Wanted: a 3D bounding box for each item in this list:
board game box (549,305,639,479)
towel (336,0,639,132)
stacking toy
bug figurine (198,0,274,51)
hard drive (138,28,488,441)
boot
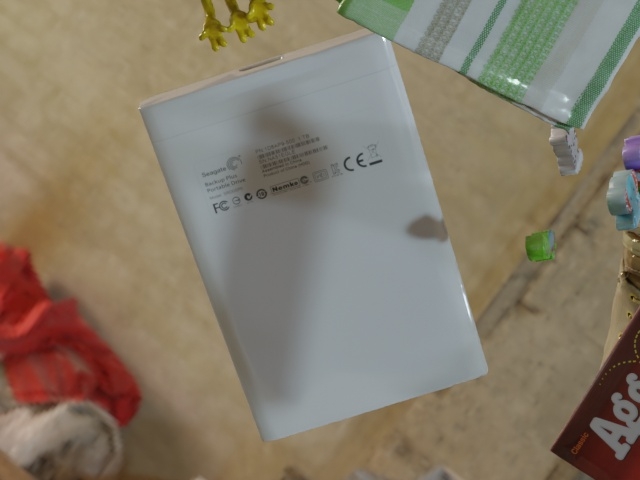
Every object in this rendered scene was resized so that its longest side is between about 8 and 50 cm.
[{"bbox_3d":[0.291,0.083,0.939,0.145,0.281,0.027,32,29,14],"label":"board game box"},{"bbox_3d":[0.093,-0.128,0.632,0.152,0.113,0.023,22,16,-26],"label":"towel"},{"bbox_3d":[0.279,-0.058,1.183,0.052,0.167,0.221,67,29,-26],"label":"stacking toy"},{"bbox_3d":[-0.023,-0.255,0.830,0.072,0.216,0.279,-109,178,-63],"label":"bug figurine"},{"bbox_3d":[0.000,0.000,1.240,0.047,0.233,0.353,-99,171,-70],"label":"hard drive"},{"bbox_3d":[0.306,0.094,1.232,0.095,0.203,0.262,16,0,14],"label":"boot"}]
